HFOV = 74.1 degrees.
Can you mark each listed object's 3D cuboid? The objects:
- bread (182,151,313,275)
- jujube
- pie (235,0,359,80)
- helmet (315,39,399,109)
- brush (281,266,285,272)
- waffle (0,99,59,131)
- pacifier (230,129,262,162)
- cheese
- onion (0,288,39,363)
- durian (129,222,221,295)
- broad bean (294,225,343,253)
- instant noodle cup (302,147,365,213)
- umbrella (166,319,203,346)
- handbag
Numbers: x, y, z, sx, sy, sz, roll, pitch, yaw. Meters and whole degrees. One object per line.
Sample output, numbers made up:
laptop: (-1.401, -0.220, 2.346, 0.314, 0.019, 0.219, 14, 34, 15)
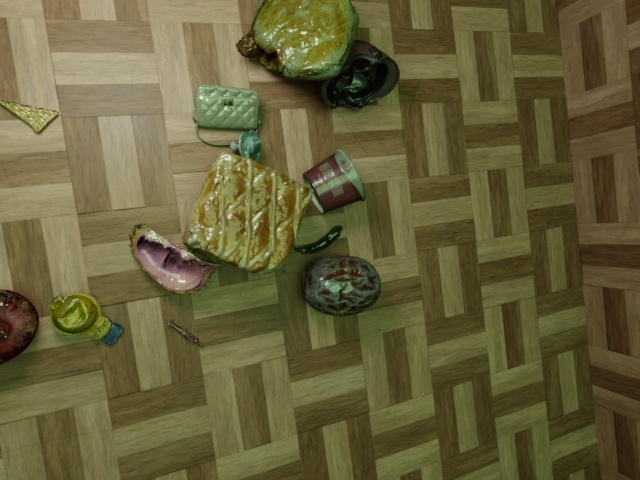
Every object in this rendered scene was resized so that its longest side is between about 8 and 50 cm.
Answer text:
bread: (-0.270, -0.095, 1.539, 0.371, 0.279, 0.390, 26, 80, -20)
jujube: (0.079, 0.180, 1.696, 0.308, 0.215, 0.246, -10, 94, -18)
pie: (-0.055, -0.764, 1.560, 0.418, 0.180, 0.395, 25, 82, 21)
helmet: (0.127, -0.677, 1.694, 0.338, 0.271, 0.197, -17, 67, -20)
brush: (-0.161, 0.092, 1.718, 0.024, 0.008, 0.083, -25, 99, -21)
waffle: (-0.971, -0.442, 1.412, 0.153, 0.023, 0.097, 39, 77, -15)
pacifier: (-0.286, -0.351, 1.603, 0.117, 0.150, 0.126, 0, 118, 19)
cheese: (-0.808, 0.276, 1.462, 0.250, 0.064, 0.156, 42, 78, -25)
onion: (-1.021, 0.270, 1.319, 0.246, 0.190, 0.246, 3, 85, -37)
durian: (-0.538, 0.072, 1.534, 0.341, 0.112, 0.191, 28, 112, -4)
broad bean: (0.001, 0.005, 1.760, 0.227, 0.039, 0.069, -24, 93, -17)
instant noodle cup: (0.048, -0.222, 1.683, 0.179, 0.235, 0.234, -28, 100, -8)
umbrella: (-0.507, 0.350, 1.591, 0.165, 0.025, 0.027, 39, 100, -14)
handbag: (-0.352, -0.468, 1.607, 0.256, 0.079, 0.219, -2, 103, -18)
